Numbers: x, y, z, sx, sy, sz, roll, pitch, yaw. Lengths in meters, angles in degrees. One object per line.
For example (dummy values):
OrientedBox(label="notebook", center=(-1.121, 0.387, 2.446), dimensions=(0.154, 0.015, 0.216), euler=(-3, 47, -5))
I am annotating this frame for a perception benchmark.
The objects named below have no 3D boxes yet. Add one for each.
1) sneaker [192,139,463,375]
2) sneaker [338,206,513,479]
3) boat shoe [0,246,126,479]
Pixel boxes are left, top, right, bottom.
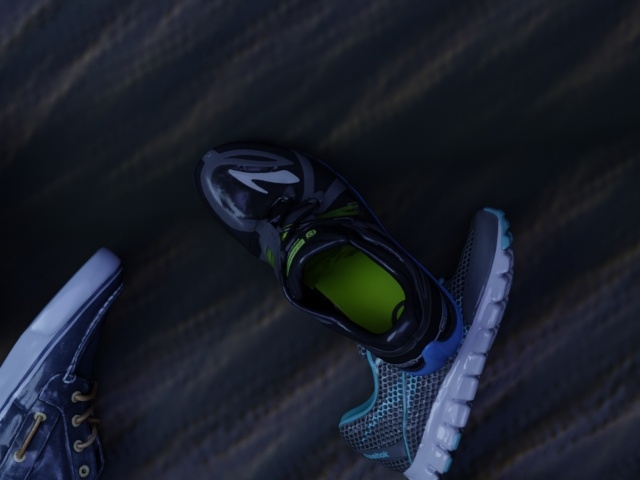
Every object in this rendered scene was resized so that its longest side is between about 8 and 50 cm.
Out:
OrientedBox(label="sneaker", center=(0.000, 0.000, 0.908), dimensions=(0.188, 0.078, 0.067), euler=(41, 95, 27))
OrientedBox(label="sneaker", center=(0.059, 0.056, 0.937), dimensions=(0.076, 0.065, 0.166), euler=(19, 92, 5))
OrientedBox(label="boat shoe", center=(-0.147, 0.096, 0.946), dimensions=(0.083, 0.065, 0.183), euler=(36, 99, -3))
